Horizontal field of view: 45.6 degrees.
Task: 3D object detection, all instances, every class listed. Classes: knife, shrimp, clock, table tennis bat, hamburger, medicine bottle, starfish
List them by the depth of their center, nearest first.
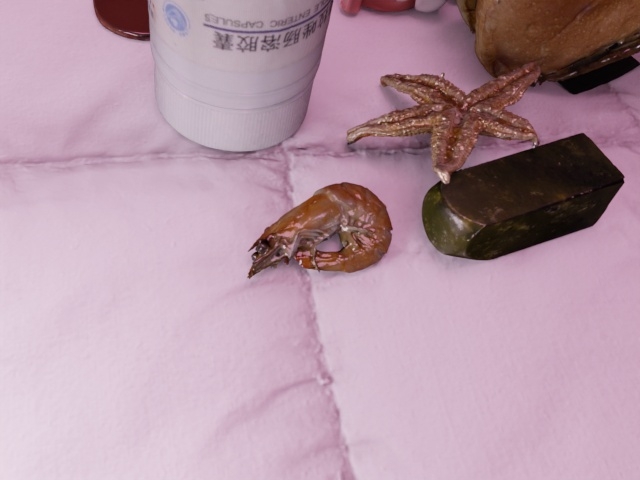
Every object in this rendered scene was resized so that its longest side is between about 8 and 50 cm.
[{"bbox_3d":[-0.080,-0.259,0.776,0.189,0.332,0.190,5,56,-7],"label":"medicine bottle"},{"bbox_3d":[0.000,0.000,0.780,0.180,0.041,0.099,-27,77,-31],"label":"shrimp"},{"bbox_3d":[0.147,-0.156,0.878,0.231,0.048,0.295,16,45,31],"label":"starfish"},{"bbox_3d":[0.319,-0.349,0.928,0.317,0.277,0.195,-15,57,15],"label":"hamburger"},{"bbox_3d":[-0.223,-0.337,1.002,0.130,0.019,0.220,9,52,-5],"label":"table tennis bat"},{"bbox_3d":[0.098,-0.395,1.074,0.162,0.093,0.166,-4,53,-20],"label":"clock"},{"bbox_3d":[0.419,-0.266,1.094,0.245,0.019,0.072,-30,68,-27],"label":"knife"}]

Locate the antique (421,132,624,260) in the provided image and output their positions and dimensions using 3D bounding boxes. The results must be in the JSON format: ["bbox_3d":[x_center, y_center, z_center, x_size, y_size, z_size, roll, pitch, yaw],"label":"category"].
[{"bbox_3d":[0.213,-0.043,0.830,0.220,0.080,0.081,-17,57,-22],"label":"antique"}]
